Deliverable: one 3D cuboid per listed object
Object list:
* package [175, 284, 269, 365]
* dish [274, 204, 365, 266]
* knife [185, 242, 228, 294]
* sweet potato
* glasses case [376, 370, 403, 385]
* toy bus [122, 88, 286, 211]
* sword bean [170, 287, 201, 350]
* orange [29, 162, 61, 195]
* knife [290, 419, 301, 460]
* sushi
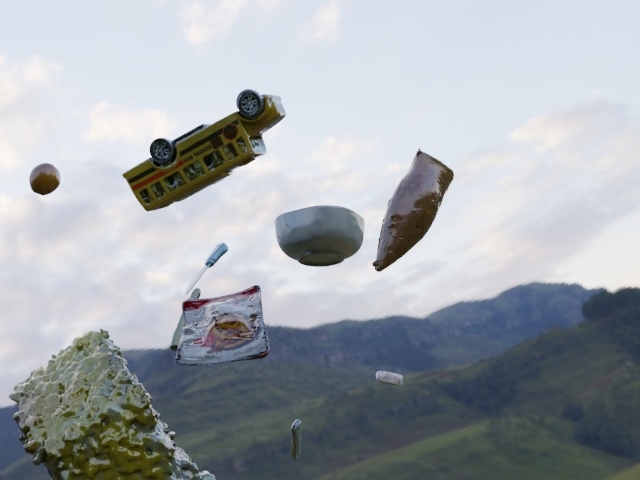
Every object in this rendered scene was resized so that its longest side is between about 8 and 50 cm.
[{"bbox_3d":[-0.175,0.150,1.309,0.154,0.030,0.239,-9,22,-5],"label":"package"},{"bbox_3d":[0.000,0.000,2.031,0.256,0.117,0.256,-1,-19,0],"label":"dish"},{"bbox_3d":[-0.332,0.084,2.101,0.058,0.032,0.244,-21,23,36],"label":"knife"},{"bbox_3d":[0.215,-0.064,1.762,0.336,0.131,0.131,-61,2,-30],"label":"sweet potato"},{"bbox_3d":[0.195,0.388,2.073,0.083,0.032,0.021,15,-30,-20],"label":"glasses case"},{"bbox_3d":[-0.219,-0.176,1.453,0.336,0.123,0.121,-25,1,14],"label":"toy bus"},{"bbox_3d":[-0.474,0.271,2.605,0.038,0.269,0.043,-4,-46,20],"label":"sword bean"},{"bbox_3d":[-0.689,-0.153,1.842,0.085,0.085,0.085,-18,-18,-6],"label":"orange"},{"bbox_3d":[-0.073,0.581,2.128,0.044,0.023,0.162,-42,-33,-41],"label":"knife"},{"bbox_3d":[-0.397,0.398,1.423,0.240,0.396,0.351,-35,-57,-17],"label":"sushi"}]
